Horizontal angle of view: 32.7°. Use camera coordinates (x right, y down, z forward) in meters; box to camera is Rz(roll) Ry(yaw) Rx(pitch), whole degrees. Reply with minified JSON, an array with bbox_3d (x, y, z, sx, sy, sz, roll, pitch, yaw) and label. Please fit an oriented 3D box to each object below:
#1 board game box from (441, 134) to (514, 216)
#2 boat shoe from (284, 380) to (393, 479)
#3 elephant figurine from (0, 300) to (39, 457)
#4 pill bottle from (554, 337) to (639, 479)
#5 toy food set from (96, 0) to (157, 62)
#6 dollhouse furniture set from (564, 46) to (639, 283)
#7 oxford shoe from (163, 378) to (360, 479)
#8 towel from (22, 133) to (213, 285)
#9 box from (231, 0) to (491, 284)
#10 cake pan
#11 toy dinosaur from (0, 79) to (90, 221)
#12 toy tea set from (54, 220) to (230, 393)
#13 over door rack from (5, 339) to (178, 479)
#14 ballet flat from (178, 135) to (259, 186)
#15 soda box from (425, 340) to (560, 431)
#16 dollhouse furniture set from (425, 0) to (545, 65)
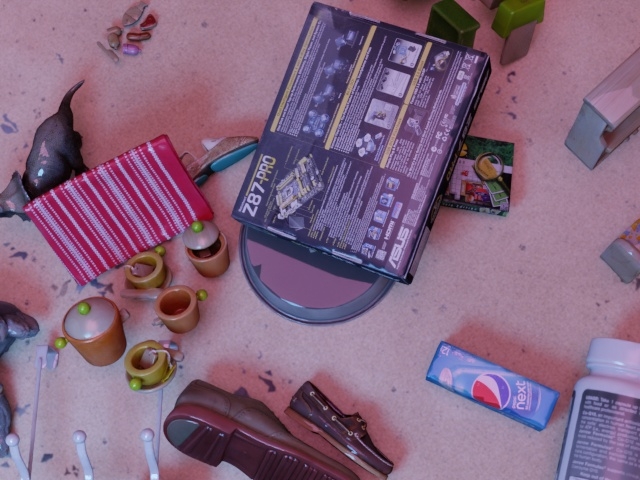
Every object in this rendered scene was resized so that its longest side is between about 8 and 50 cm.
[{"bbox_3d":[0.201,-0.126,1.884,0.259,0.030,0.136,9,66,-2],"label":"board game box"},{"bbox_3d":[0.039,0.312,1.803,0.207,0.073,0.073,35,84,11],"label":"boat shoe"},{"bbox_3d":[-0.592,0.220,1.843,0.186,0.169,0.239,29,97,39],"label":"elephant figurine"},{"bbox_3d":[0.469,0.307,1.725,0.161,0.161,0.283,14,79,7],"label":"pill bottle"},{"bbox_3d":[-0.349,-0.381,2.020,0.122,0.019,0.078,-43,78,-13],"label":"toy food set"},{"bbox_3d":[0.606,-0.109,1.760,0.362,0.256,0.394,-42,77,-5],"label":"dollhouse furniture set"},{"bbox_3d":[-0.077,0.326,1.787,0.348,0.123,0.130,28,37,-7],"label":"oxford shoe"},{"bbox_3d":[-0.339,-0.048,1.866,0.274,0.199,0.031,-27,38,-1],"label":"towel"},{"bbox_3d":[0.068,-0.163,1.806,0.318,0.097,0.395,19,86,14],"label":"box"},{"bbox_3d":[0.000,0.000,1.887,0.293,0.054,0.293,-1,78,4],"label":"cake pan"},{"bbox_3d":[-0.463,-0.139,1.900,0.121,0.160,0.314,28,82,10],"label":"toy dinosaur"},{"bbox_3d":[-0.285,0.084,1.810,0.200,0.124,0.336,12,53,22],"label":"toy tea set"},{"bbox_3d":[-0.372,0.295,1.768,0.239,0.108,0.324,-3,55,5],"label":"over door rack"},{"bbox_3d":[-0.206,-0.140,1.926,0.206,0.073,0.067,-34,79,-5],"label":"ballet flat"},{"bbox_3d":[0.281,0.240,1.801,0.210,0.071,0.067,23,80,9],"label":"soda box"},{"bbox_3d":[0.228,-0.430,1.963,0.197,0.151,0.301,-26,58,-22],"label":"dollhouse furniture set"}]
